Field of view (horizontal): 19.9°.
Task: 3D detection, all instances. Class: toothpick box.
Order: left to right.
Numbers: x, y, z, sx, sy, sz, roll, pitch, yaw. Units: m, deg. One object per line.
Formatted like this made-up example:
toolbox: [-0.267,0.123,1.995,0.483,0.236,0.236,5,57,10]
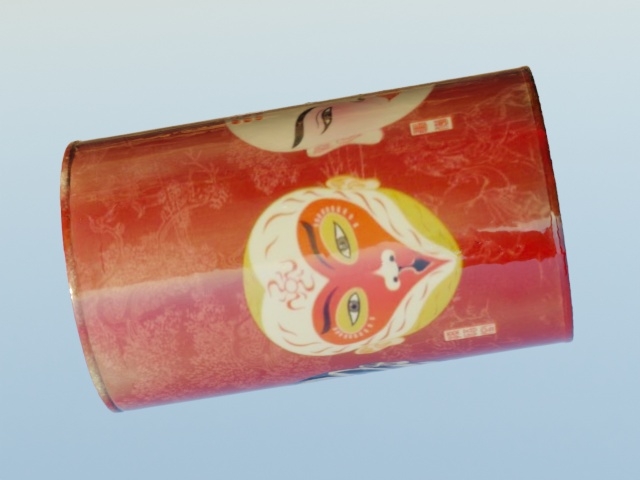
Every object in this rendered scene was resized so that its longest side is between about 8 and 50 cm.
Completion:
toothpick box: [0.000,0.000,1.304,0.333,0.204,0.204,-9,-167,3]
